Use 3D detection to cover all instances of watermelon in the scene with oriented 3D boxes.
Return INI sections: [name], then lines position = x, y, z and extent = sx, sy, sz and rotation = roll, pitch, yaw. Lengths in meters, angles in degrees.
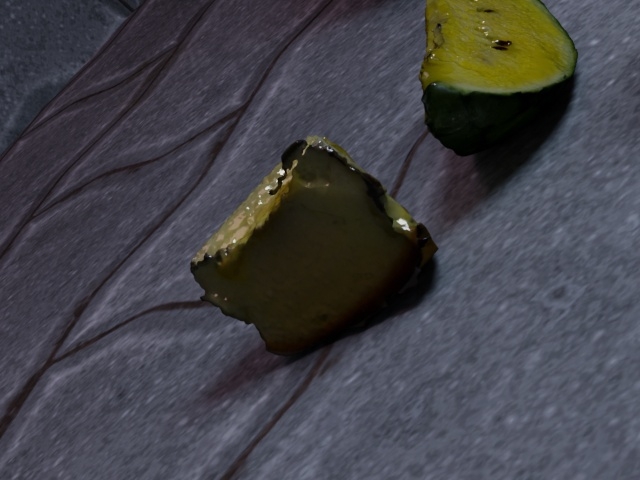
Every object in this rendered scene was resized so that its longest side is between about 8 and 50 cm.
[watermelon]
position = 0.133, -0.156, 1.326
extent = 0.123, 0.129, 0.301
rotation = -35, 24, 23

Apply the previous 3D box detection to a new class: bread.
[bread]
position = 0.000, 0.000, 1.203
extent = 0.169, 0.140, 0.160
rotation = -48, 8, -13
